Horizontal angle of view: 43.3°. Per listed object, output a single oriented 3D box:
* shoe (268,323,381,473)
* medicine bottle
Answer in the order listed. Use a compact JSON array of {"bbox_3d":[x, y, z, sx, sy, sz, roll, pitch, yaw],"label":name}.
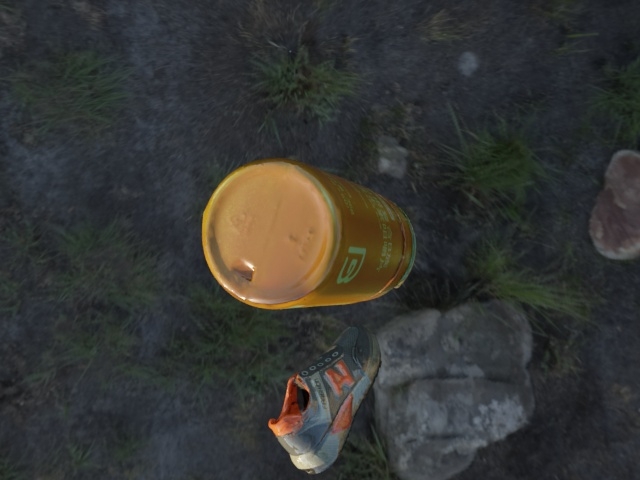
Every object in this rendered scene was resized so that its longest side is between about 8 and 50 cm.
[{"bbox_3d":[0.006,0.159,0.900,0.077,0.194,0.074,45,138,-20],"label":"shoe"},{"bbox_3d":[0.000,0.000,0.578,0.096,0.192,0.096,-1,86,21],"label":"medicine bottle"}]
